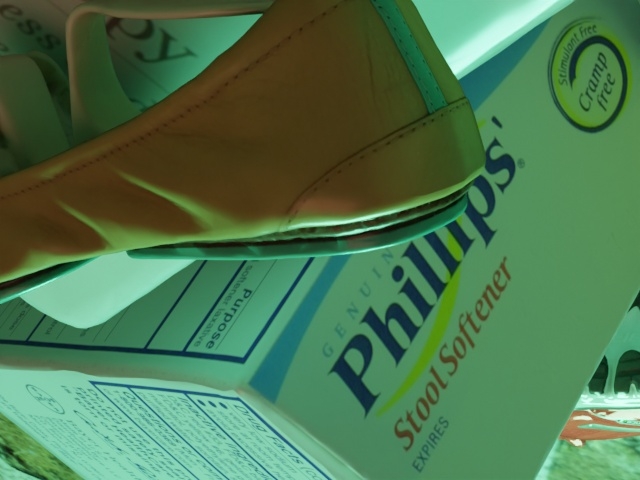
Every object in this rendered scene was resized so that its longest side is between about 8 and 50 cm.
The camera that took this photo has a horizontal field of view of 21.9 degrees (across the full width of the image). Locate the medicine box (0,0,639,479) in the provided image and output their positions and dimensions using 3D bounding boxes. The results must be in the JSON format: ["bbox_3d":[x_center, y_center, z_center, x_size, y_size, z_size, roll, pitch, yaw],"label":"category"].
[{"bbox_3d":[0.000,0.000,0.785,0.149,0.263,0.289,45,155,-27],"label":"medicine box"}]

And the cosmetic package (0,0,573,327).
[{"bbox_3d":[-0.046,-0.239,0.485,0.329,0.327,0.393,38,144,-15],"label":"cosmetic package"}]

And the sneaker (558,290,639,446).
[{"bbox_3d":[0.121,0.085,1.010,0.279,0.107,0.118,4,149,35],"label":"sneaker"}]

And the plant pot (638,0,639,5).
[{"bbox_3d":[0.214,-0.032,0.620,0.236,0.032,0.236,47,176,4],"label":"plant pot"}]

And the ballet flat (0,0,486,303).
[{"bbox_3d":[-0.058,-0.025,0.438,0.232,0.080,0.073,-11,103,39],"label":"ballet flat"}]
